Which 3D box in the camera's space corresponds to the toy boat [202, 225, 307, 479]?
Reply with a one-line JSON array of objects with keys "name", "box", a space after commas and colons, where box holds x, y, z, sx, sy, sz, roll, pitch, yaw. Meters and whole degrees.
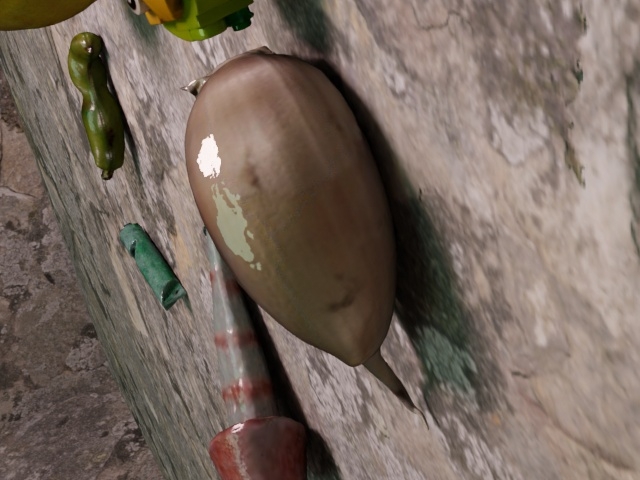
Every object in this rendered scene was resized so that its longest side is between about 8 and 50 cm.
[{"name": "toy boat", "box": [-0.081, 0.120, 1.203, 0.206, 0.096, 0.282, 71, -176, -83]}]

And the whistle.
[{"name": "whistle", "box": [-0.227, 0.034, 1.637, 0.186, 0.039, 0.039, 48, 156, 51]}]

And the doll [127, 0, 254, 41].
[{"name": "doll", "box": [-0.085, -0.199, 0.683, 0.134, 0.106, 0.186, 40, 151, 37]}]

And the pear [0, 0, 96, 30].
[{"name": "pear", "box": [-0.283, -0.283, 1.090, 0.200, 0.200, 0.200, 58, 163, 31]}]

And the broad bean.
[{"name": "broad bean", "box": [-0.270, -0.162, 1.481, 0.070, 0.048, 0.213, -128, 24, -46]}]

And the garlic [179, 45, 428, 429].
[{"name": "garlic", "box": [0.000, 0.005, 0.725, 0.128, 0.148, 0.266, -19, 89, 39]}]
